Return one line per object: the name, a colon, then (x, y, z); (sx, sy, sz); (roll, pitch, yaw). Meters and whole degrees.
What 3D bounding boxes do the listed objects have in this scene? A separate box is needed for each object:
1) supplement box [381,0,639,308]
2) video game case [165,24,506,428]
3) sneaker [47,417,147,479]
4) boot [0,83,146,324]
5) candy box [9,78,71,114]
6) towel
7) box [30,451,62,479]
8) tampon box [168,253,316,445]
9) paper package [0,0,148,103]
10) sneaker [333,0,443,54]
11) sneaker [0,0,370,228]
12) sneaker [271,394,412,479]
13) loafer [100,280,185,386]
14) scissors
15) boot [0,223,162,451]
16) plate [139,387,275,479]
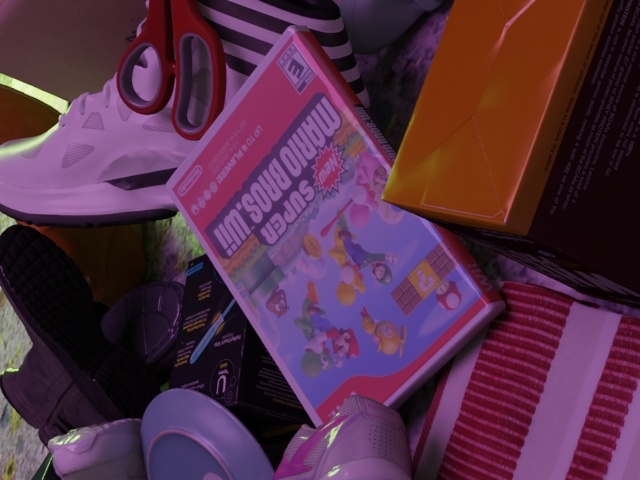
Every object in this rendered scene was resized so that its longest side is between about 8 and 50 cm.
supplement box: (0.179, -0.072, 0.872); (0.129, 0.194, 0.191); (14, 83, 57)
video game case: (0.000, 0.000, 1.068); (0.204, 0.025, 0.285); (-48, 66, 33)
sneaker: (-0.192, 0.241, 1.262); (0.090, 0.232, 0.115); (-14, 69, 1)
boot: (-0.299, -0.026, 1.450); (0.104, 0.295, 0.211); (-33, 35, 24)
candy box: (-0.365, -0.182, 1.842); (0.233, 0.071, 0.159); (-19, 57, 50)
towel: (0.174, 0.162, 0.888); (0.329, 0.037, 0.237); (18, 88, 59)
box: (-0.315, 0.334, 1.389); (0.183, 0.059, 0.233); (-55, 9, 19)
tampon box: (-0.059, 0.093, 1.202); (0.120, 0.101, 0.161); (-22, 54, 49)
paper package: (-0.150, -0.264, 1.344); (0.309, 0.324, 0.168); (-40, 40, 37)
sneaker: (0.106, -0.237, 1.174); (0.256, 0.094, 0.151); (-50, 39, 27)
sneaker: (-0.148, -0.152, 1.261); (0.447, 0.169, 0.258); (0, 103, 31)
sneaker: (0.007, 0.205, 1.027); (0.252, 0.103, 0.111); (-48, 24, 47)
loafer: (-0.197, 0.122, 1.410); (0.267, 0.084, 0.096); (-33, 51, 37)
scissors: (-0.117, -0.232, 1.111); (0.109, 0.021, 0.297); (17, 112, 26)
boot: (-0.281, 0.117, 1.334); (0.161, 0.247, 0.083); (-30, 8, 39)
plate: (-0.101, 0.219, 1.156); (0.188, 0.024, 0.188); (22, 123, 38)
